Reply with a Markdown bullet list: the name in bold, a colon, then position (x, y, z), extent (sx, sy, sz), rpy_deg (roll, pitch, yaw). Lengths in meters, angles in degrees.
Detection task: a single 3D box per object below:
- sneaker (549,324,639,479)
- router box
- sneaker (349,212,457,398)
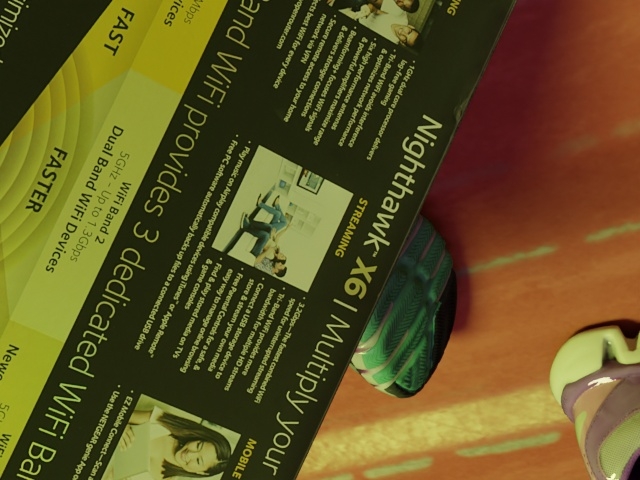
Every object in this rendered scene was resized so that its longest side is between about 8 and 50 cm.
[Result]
- **sneaker**: position (0.249, 0.108, 0.684), extent (0.236, 0.104, 0.095), rpy_deg (-4, 136, 12)
- **router box**: position (-0.096, -0.019, 0.463), extent (0.243, 0.309, 0.081), rpy_deg (27, 176, -20)
- **sneaker**: position (0.000, 0.000, 0.645), extent (0.098, 0.083, 0.224), rpy_deg (20, 154, 35)
